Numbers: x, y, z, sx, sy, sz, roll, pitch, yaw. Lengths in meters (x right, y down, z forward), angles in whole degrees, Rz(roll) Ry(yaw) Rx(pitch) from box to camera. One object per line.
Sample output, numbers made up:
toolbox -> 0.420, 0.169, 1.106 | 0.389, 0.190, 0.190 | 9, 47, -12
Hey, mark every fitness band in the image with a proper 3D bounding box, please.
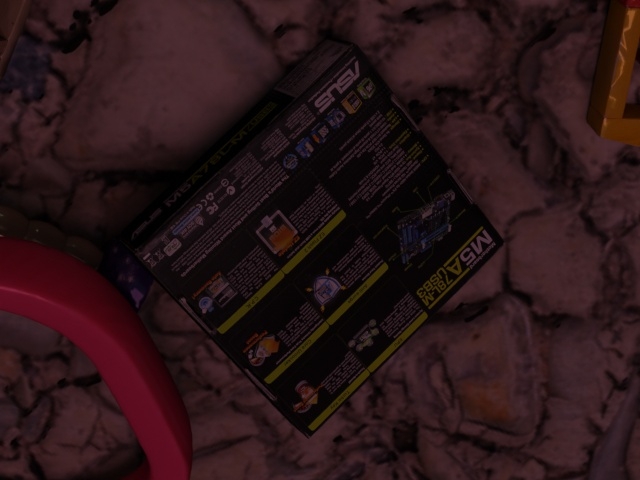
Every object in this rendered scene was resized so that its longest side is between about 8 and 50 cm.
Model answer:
fitness band -> -0.199, 0.110, 0.833 | 0.209, 0.054, 0.291 | -10, 135, 10

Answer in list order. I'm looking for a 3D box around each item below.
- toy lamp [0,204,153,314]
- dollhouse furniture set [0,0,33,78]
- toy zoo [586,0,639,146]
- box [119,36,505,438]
toy lamp -> -0.236, -0.023, 0.790 | 0.275, 0.080, 0.080 | 27, 110, -22
dollhouse furniture set -> -0.257, -0.180, 0.697 | 0.184, 0.129, 0.129 | 31, 111, 9
toy zoo -> 0.283, -0.161, 0.831 | 0.192, 0.030, 0.293 | 1, 117, -11
box -> 0.000, 0.000, 0.829 | 0.191, 0.045, 0.184 | -45, 120, -8
